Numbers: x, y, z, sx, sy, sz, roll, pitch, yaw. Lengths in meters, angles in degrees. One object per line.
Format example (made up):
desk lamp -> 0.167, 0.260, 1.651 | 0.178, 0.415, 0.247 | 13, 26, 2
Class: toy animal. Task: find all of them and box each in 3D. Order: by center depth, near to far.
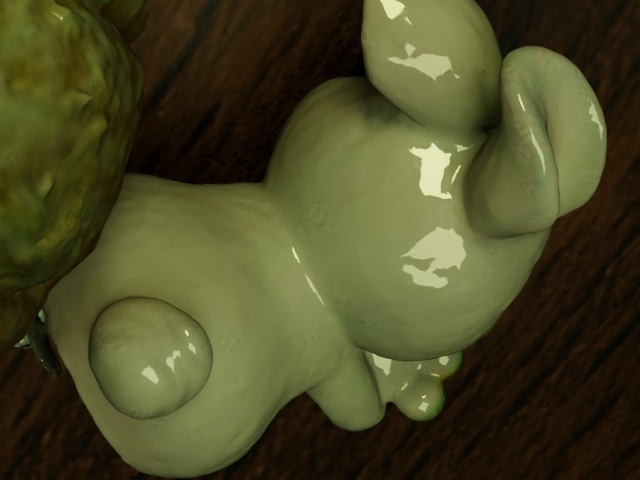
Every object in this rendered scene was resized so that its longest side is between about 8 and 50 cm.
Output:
toy animal -> 0.000, -0.001, 0.784 | 0.310, 0.182, 0.247 | -24, 160, 7

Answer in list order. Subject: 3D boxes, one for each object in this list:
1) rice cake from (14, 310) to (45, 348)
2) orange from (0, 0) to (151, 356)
rice cake -> -0.236, -0.002, 0.828 | 0.211, 0.034, 0.043 | 37, 101, -32
orange -> -0.205, -0.041, 0.636 | 0.368, 0.210, 0.271 | -48, 153, 5
